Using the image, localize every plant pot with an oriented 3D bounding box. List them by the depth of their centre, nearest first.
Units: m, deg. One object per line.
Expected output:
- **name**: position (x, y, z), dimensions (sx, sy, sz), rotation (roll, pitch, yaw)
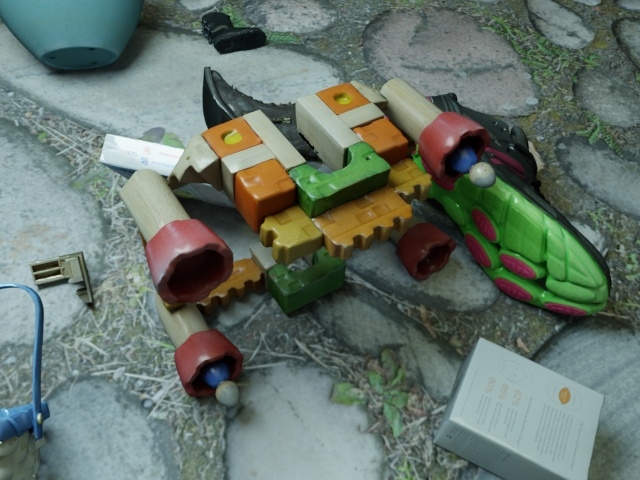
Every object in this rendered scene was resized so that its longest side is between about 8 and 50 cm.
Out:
- **plant pot**: position (-0.452, -0.426, 1.058), dimensions (0.290, 0.290, 0.195), rotation (-10, 92, -14)

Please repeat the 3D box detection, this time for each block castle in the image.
- **block castle**: position (0.000, 0.000, 0.762), dimensions (0.453, 0.303, 0.213), rotation (-25, 55, -23)

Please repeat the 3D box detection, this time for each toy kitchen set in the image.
- **toy kitchen set**: position (-0.365, 0.059, 0.817), dimensions (0.075, 0.083, 0.068), rotation (-13, 98, -16)

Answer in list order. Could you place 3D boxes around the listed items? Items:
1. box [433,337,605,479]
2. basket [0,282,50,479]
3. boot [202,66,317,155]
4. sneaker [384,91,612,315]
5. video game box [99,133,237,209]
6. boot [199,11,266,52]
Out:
- **box**: position (0.253, 0.231, 0.751), dimensions (0.170, 0.091, 0.130), rotation (25, 55, 12)
- **basket**: position (-0.422, 0.197, 0.604), dimensions (0.255, 0.201, 0.289), rotation (-4, 86, -11)
- **boot**: position (-0.079, -0.227, 1.060), dimensions (0.229, 0.091, 0.263), rotation (-17, 62, -25)
- **sneaker**: position (0.293, -0.092, 0.937), dimensions (0.202, 0.185, 0.483), rotation (-26, 62, -19)
- **video game box**: position (-0.199, -0.094, 0.868), dimensions (0.187, 0.205, 0.048), rotation (10, 84, 0)
- **boot**: position (-0.185, -0.439, 1.216), dimensions (0.121, 0.045, 0.099), rotation (-17, 55, -18)
